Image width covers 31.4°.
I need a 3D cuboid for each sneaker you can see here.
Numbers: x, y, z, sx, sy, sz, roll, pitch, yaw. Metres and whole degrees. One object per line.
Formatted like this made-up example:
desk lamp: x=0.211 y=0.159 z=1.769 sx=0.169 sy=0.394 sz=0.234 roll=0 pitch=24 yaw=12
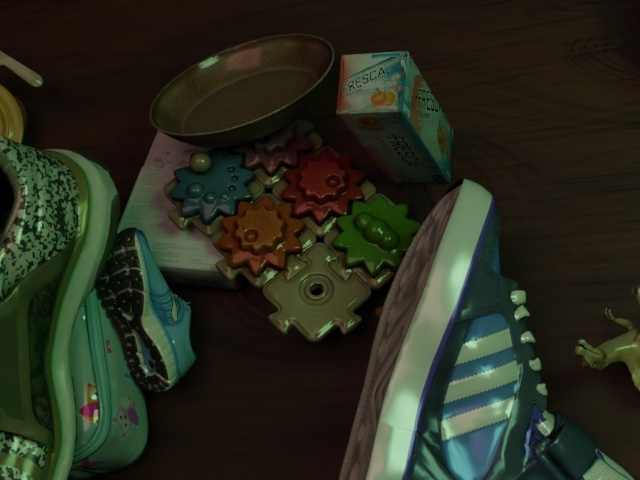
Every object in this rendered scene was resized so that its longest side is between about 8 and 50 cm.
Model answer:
sneaker: x=-0.167 y=0.064 z=1.126 sx=0.063 sy=0.073 sz=0.162 roll=-10 pitch=99 yaw=36
sneaker: x=-0.310 y=0.086 z=1.009 sx=0.158 sy=0.182 sz=0.410 roll=1 pitch=73 yaw=21
sneaker: x=0.164 y=0.133 z=0.958 sx=0.236 sy=0.130 sz=0.323 roll=21 pitch=74 yaw=-9

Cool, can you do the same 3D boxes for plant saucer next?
plant saucer: x=-0.075 y=-0.147 z=1.151 sx=0.198 sy=0.036 sz=0.198 roll=-15 pitch=33 yaw=10

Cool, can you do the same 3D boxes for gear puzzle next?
gear puzzle: x=0.000 y=0.000 z=1.085 sx=0.175 sy=0.044 sz=0.339 roll=-39 pitch=64 yaw=-15

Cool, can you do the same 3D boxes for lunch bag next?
lunch bag: x=-0.323 y=0.150 z=1.156 sx=0.279 sy=0.108 sz=0.224 roll=-19 pitch=68 yaw=15

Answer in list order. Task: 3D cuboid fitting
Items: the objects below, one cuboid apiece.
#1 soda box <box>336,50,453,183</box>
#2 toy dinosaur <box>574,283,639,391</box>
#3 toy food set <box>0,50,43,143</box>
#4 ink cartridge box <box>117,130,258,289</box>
soda box: x=0.072 y=-0.109 z=1.042 sx=0.063 sy=0.183 sz=0.058 roll=0 pitch=74 yaw=20
toy dinosaur: x=0.301 y=0.092 z=0.967 sx=0.183 sy=0.053 sz=0.093 roll=11 pitch=75 yaw=-2
toy food set: x=-0.398 y=-0.115 z=1.299 sx=0.128 sy=0.071 sz=0.218 roll=24 pitch=85 yaw=2
ink cartridge box: x=-0.129 y=-0.039 z=1.189 sx=0.145 sy=0.045 sz=0.179 roll=5 pitch=59 yaw=23
